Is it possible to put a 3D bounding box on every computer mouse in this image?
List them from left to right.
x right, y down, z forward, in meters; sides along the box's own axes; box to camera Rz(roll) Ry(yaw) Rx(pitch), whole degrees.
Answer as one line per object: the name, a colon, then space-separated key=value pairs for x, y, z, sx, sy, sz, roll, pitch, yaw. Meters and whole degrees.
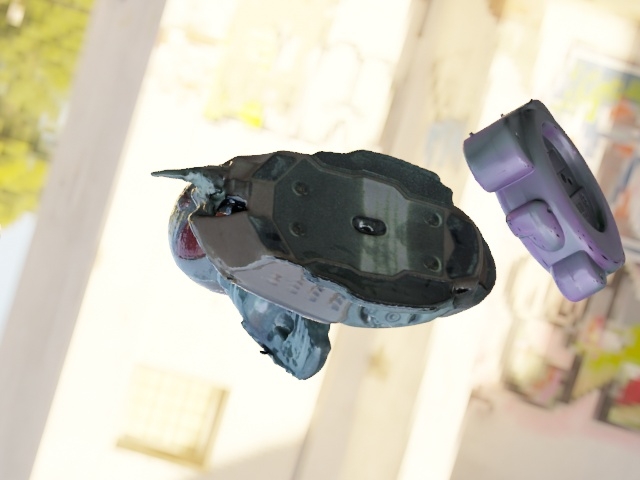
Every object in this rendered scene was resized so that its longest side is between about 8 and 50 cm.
computer mouse: x=-0.001 y=0.004 z=2.004 sx=0.389 sy=0.115 sz=0.199 roll=14 pitch=-131 yaw=-12

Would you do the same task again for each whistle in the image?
whistle: x=-0.085 y=0.026 z=2.353 sx=0.189 sy=0.189 sz=0.348 roll=13 pitch=-145 yaw=-39

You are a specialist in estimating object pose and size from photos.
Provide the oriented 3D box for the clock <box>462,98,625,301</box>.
clock: x=0.289 y=-0.052 z=2.379 sx=0.248 sy=0.090 sz=0.227 roll=60 pitch=-157 yaw=-1
